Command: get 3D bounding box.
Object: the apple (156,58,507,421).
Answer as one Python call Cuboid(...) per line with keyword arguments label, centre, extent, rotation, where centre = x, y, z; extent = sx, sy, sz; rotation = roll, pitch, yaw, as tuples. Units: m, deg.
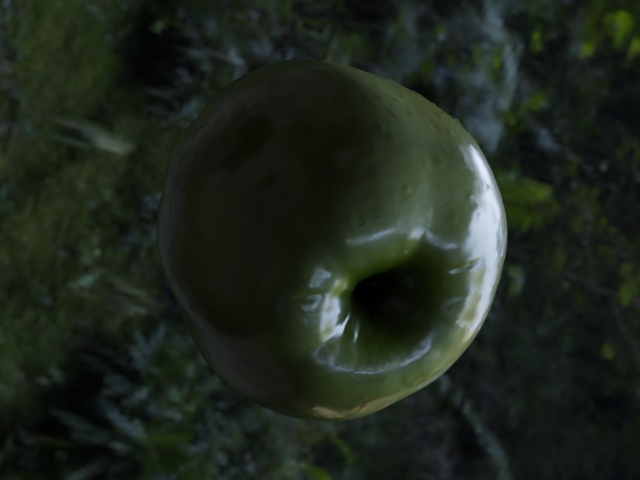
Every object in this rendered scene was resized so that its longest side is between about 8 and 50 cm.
Cuboid(label="apple", centre=(0.000, 0.000, 1.358), extent=(0.279, 0.279, 0.279), rotation=(-164, -90, -75))
